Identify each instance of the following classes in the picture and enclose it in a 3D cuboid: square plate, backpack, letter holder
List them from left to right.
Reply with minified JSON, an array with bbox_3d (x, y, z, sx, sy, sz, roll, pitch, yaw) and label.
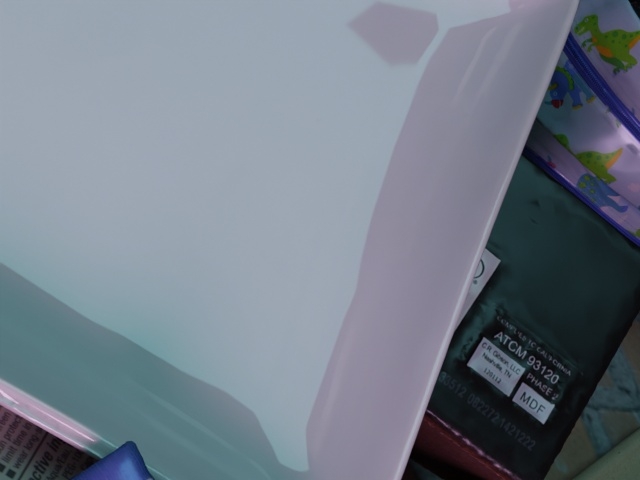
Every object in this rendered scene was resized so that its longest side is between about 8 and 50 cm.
[{"bbox_3d":[-0.070,-0.085,0.444,0.344,0.049,0.347,32,61,-13],"label":"square plate"},{"bbox_3d":[0.000,0.000,0.616,0.302,0.214,0.152,38,72,-7],"label":"letter holder"},{"bbox_3d":[0.301,-0.091,0.873,0.355,0.273,0.290,43,36,-36],"label":"backpack"}]

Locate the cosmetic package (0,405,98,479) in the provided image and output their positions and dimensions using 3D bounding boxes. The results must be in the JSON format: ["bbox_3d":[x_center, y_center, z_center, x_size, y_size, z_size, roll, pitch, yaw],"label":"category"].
[{"bbox_3d":[-0.156,0.063,0.436,0.309,0.113,0.160,35,40,-9],"label":"cosmetic package"}]

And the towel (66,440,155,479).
[{"bbox_3d":[-0.084,0.259,0.281,0.243,0.040,0.336,-27,76,-16],"label":"towel"}]

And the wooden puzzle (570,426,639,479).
[{"bbox_3d":[0.285,0.238,0.580,0.348,0.080,0.322,18,23,37],"label":"wooden puzzle"}]
